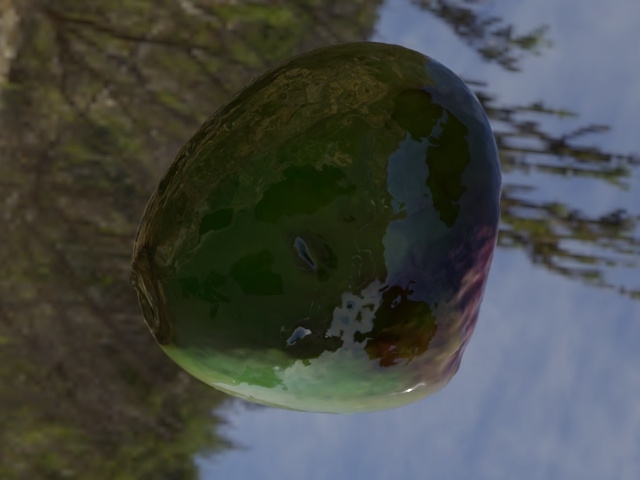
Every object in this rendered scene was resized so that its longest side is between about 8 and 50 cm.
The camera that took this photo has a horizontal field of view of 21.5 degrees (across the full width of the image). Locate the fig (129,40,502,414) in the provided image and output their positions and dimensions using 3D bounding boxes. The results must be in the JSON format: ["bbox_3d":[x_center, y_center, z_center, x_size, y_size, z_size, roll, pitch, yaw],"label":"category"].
[{"bbox_3d":[0.000,0.000,0.813,0.181,0.191,0.181,35,-48,50],"label":"fig"}]
